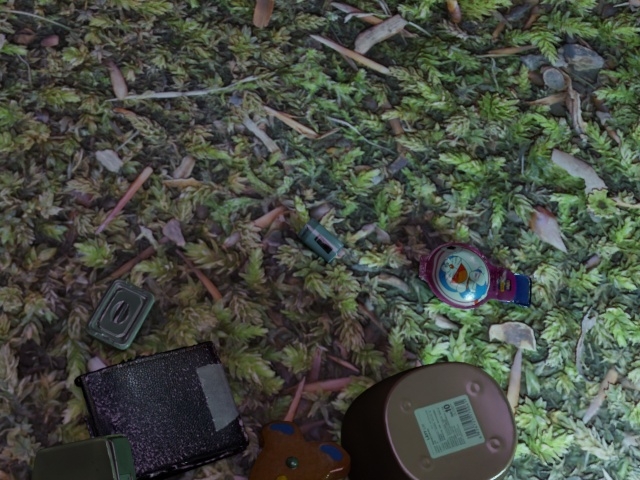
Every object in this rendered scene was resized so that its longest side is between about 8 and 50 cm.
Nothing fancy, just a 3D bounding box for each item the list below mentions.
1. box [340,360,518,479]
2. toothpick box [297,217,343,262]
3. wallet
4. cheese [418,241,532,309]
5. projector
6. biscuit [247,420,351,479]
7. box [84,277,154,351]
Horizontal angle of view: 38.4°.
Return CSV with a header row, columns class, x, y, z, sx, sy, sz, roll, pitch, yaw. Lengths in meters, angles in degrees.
class,x,y,z,sx,sy,sz,roll,pitch,yaw
box,0.204,0.353,1.643,0.301,0.216,0.300,6,64,-12
toothpick box,0.000,0.000,1.850,0.083,0.052,0.052,40,64,6
wallet,-0.282,0.311,1.641,0.262,0.071,0.220,-14,65,-22
cheese,0.319,0.078,1.880,0.244,0.062,0.155,14,61,-7
projector,-0.380,0.463,1.493,0.194,0.088,0.269,-15,77,19
biscuit,-0.079,0.450,1.558,0.206,0.049,0.324,19,50,23
box,-0.369,0.142,1.696,0.089,0.062,0.122,26,64,0
